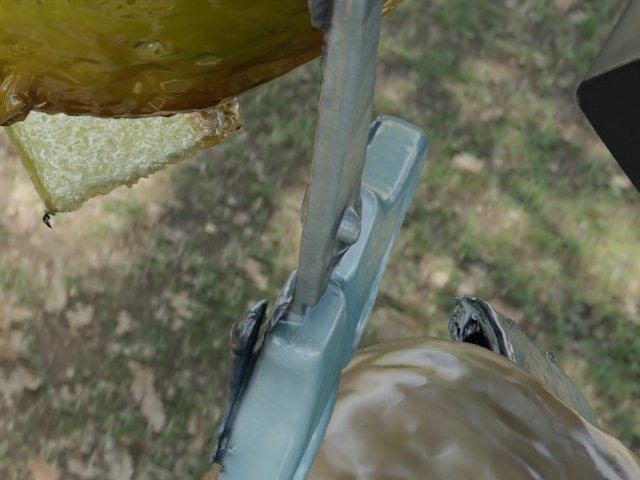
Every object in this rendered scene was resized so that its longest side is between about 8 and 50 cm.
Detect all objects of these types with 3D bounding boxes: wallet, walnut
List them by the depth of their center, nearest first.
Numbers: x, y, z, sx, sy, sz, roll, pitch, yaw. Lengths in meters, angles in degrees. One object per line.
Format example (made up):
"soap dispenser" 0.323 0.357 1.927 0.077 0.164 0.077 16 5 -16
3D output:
"walnut" 0.047 0.182 0.861 0.227 0.273 0.273 -39 72 -25
"wallet" 0.193 0.167 1.436 0.046 0.379 0.191 -25 70 12

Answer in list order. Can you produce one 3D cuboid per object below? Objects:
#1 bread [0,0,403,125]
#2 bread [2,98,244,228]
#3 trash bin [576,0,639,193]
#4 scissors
"bread" -0.027 -0.110 0.473 0.260 0.160 0.147 -23 81 -35
"bread" -0.114 -0.066 1.120 0.147 0.152 0.127 -29 61 1
"trash bin" 0.261 -0.134 1.009 0.115 0.165 0.225 55 49 -17
"scissors" -0.001 -0.001 0.514 0.029 0.360 0.191 21 70 7
